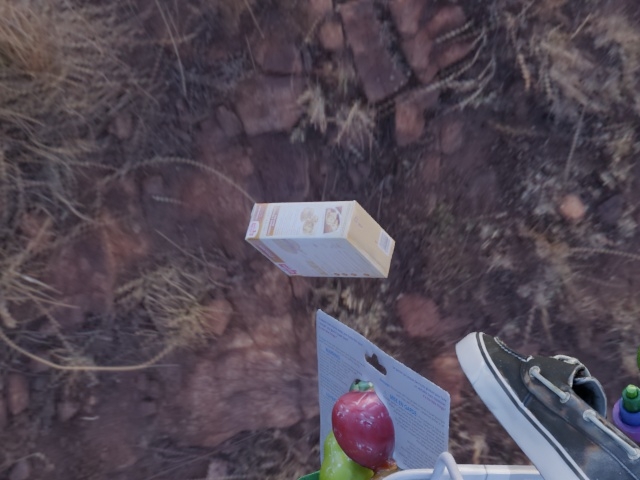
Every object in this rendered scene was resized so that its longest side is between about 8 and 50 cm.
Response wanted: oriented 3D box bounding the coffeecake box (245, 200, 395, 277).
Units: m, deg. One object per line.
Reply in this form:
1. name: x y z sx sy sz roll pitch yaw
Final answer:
1. coffeecake box: 0.000 0.000 1.763 0.186 0.142 0.068 0 64 32

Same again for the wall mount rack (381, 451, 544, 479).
1. wall mount rack: 0.219 0.401 1.398 0.350 0.130 0.304 4 120 -17

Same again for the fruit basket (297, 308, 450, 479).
1. fruit basket: 0.091 0.307 1.573 0.165 0.327 0.353 -7 109 -30

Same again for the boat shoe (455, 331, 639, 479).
1. boat shoe: 0.167 0.121 0.782 0.070 0.219 0.078 -43 124 5

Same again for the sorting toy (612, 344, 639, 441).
1. sorting toy: 0.554 0.133 1.697 0.127 0.126 0.365 28 67 35
